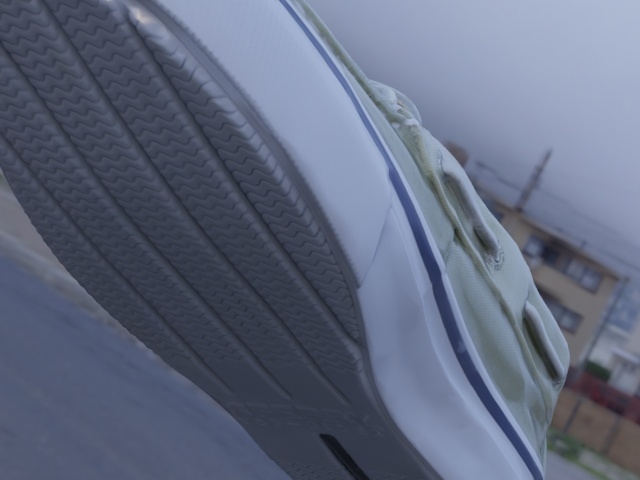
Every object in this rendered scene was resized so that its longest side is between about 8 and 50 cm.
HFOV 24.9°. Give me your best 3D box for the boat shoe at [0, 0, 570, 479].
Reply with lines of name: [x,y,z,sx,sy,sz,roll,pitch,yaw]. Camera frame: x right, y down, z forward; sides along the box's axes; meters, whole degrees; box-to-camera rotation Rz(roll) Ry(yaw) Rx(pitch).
boat shoe: [0.000,0.000,0.443,0.109,0.094,0.302,5,-34,30]
